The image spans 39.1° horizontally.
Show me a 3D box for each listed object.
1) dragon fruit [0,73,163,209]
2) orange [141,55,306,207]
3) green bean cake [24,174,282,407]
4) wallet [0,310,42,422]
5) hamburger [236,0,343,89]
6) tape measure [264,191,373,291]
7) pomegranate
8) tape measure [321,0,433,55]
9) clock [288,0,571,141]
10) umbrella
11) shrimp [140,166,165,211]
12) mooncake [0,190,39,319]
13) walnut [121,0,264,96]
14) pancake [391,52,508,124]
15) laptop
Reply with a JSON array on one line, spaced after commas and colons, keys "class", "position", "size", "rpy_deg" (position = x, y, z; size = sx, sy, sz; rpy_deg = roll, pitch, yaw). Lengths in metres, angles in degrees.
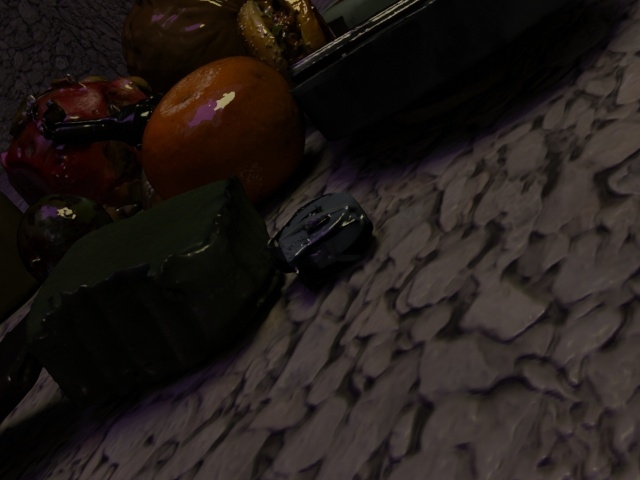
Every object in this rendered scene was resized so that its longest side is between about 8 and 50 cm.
[{"class": "dragon fruit", "position": [-0.382, -0.168, 1.536], "size": [0.250, 0.269, 0.291], "rpy_deg": [6, 47, 47]}, {"class": "orange", "position": [-0.120, -0.126, 1.142], "size": [0.224, 0.170, 0.224], "rpy_deg": [-28, 31, 18]}, {"class": "green bean cake", "position": [-0.156, 0.042, 0.880], "size": [0.227, 0.125, 0.222], "rpy_deg": [-27, 19, 14]}, {"class": "wallet", "position": [-0.373, 0.196, 0.905], "size": [0.309, 0.042, 0.165], "rpy_deg": [-44, 16, 16]}, {"class": "hamburger", "position": [-0.049, -0.283, 1.303], "size": [0.118, 0.182, 0.191], "rpy_deg": [-24, 54, -2]}, {"class": "tape measure", "position": [0.001, -0.001, 0.831], "size": [0.094, 0.054, 0.091], "rpy_deg": [-41, 27, -12]}, {"class": "pomegranate", "position": [-0.337, 0.003, 1.265], "size": [0.148, 0.148, 0.169], "rpy_deg": [-17, -11, 39]}, {"class": "tape measure", "position": [0.117, -0.342, 1.328], "size": [0.243, 0.125, 0.246], "rpy_deg": [-30, 16, 21]}, {"class": "clock", "position": [0.143, -0.240, 1.030], "size": [0.386, 0.076, 0.386], "rpy_deg": [-31, 9, 6]}, {"class": "umbrella", "position": [-0.228, -0.174, 1.357], "size": [0.340, 0.118, 0.118], "rpy_deg": [-6, 20, -5]}, {"class": "shrimp", "position": [-0.230, -0.102, 1.302], "size": [0.166, 0.049, 0.161], "rpy_deg": [110, 158, -45]}, {"class": "mooncake", "position": [-0.646, 0.060, 1.501], "size": [0.378, 0.201, 0.378], "rpy_deg": [-29, 20, 12]}, {"class": "walnut", "position": [-0.220, -0.424, 1.794], "size": [0.398, 0.308, 0.354], "rpy_deg": [21, 91, 67]}, {"class": "pancake", "position": [0.149, -0.178, 1.046], "size": [0.151, 0.025, 0.151], "rpy_deg": [-28, 17, 9]}, {"class": "laptop", "position": [0.048, -0.263, 1.139], "size": [0.207, 0.026, 0.154], "rpy_deg": [-31, 8, 5]}]
